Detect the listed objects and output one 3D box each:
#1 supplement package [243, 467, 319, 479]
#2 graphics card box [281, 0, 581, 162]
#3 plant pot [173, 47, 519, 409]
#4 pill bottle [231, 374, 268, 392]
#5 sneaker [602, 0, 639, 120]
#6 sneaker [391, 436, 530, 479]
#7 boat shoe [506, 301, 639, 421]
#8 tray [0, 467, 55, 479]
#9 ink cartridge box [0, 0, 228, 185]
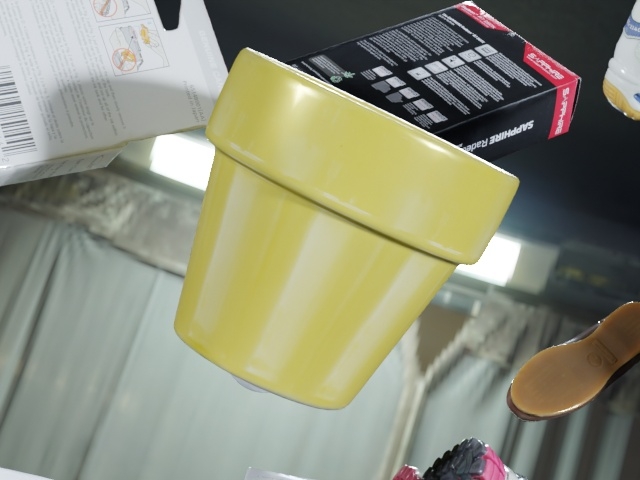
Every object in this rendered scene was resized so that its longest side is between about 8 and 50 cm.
[{"bbox_3d":[-0.038,0.308,1.429,0.105,0.105,0.179,10,20,3],"label":"supplement package"},{"bbox_3d":[0.117,-0.176,1.929,0.233,0.371,0.094,43,-38,37],"label":"graphics card box"},{"bbox_3d":[0.000,0.000,1.248,0.254,0.239,0.254,26,5,-3],"label":"plant pot"},{"bbox_3d":[-0.042,0.086,1.590,0.108,0.108,0.180,20,-37,-6],"label":"pill bottle"},{"bbox_3d":[0.429,-0.184,1.498,0.296,0.131,0.112,-2,30,-24],"label":"sneaker"},{"bbox_3d":[0.107,0.269,1.334,0.112,0.121,0.299,36,-24,-7],"label":"sneaker"},{"bbox_3d":[0.282,0.142,1.634,0.073,0.207,0.073,55,-27,18],"label":"boat shoe"},{"bbox_3d":[-0.298,0.151,0.904,0.270,0.030,0.145,11,7,7],"label":"tray"},{"bbox_3d":[-0.240,-0.213,1.413,0.261,0.296,0.066,-14,-10,-32],"label":"ink cartridge box"}]
